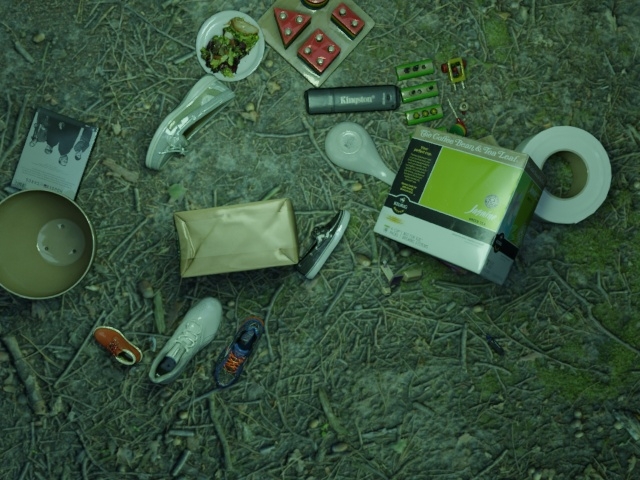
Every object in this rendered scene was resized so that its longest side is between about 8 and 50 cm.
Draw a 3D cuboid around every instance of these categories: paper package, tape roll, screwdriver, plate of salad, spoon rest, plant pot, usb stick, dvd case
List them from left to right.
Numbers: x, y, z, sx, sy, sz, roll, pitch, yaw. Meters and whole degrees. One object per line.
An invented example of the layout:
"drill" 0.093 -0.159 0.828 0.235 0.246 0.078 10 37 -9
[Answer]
"plant pot" -0.731 0.006 1.730 0.284 0.191 0.284 0 92 -5
"dvd case" -0.746 -0.236 1.805 0.179 0.029 0.238 19 90 -5
"plate of salad" -0.258 -0.553 1.813 0.200 0.048 0.199 0 95 5
"paper package" -0.213 -0.006 1.704 0.309 0.325 0.168 -8 91 -3
"usb stick" 0.091 -0.409 1.855 0.278 0.045 0.077 -4 92 -5
"spoon rest" 0.135 -0.236 1.856 0.276 0.084 0.137 38 87 9
"screwdriver" 0.488 0.271 1.913 0.025 0.024 0.170 -38 89 -1
"tape roll" 0.696 -0.188 1.878 0.286 0.100 0.286 0 91 -5

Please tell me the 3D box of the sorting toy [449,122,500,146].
"sorting toy" 0.489 -0.232 1.843 0.046 0.132 0.274 -39 104 -29

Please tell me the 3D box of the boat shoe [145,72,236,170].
"boat shoe" -0.369 -0.318 1.790 0.103 0.118 0.320 37 82 0

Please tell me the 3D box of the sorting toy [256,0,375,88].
"sorting toy" -0.016 -0.619 1.820 0.255 0.089 0.257 42 88 -4

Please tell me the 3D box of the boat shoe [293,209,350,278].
"boat shoe" 0.000 0.000 1.842 0.076 0.080 0.228 32 96 -14

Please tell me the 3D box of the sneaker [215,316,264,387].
"sneaker" -0.237 0.319 1.826 0.083 0.087 0.221 27 89 -4

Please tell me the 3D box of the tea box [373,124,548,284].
"tea box" 0.376 -0.097 1.719 0.329 0.220 0.323 24 93 34

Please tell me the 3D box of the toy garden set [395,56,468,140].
"toy garden set" 0.345 -0.414 1.871 0.204 0.049 0.244 -13 92 -4

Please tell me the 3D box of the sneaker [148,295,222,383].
"sneaker" -0.374 0.288 1.795 0.111 0.129 0.297 34 87 -2

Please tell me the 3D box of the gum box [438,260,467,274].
"gum box" 0.412 -0.001 1.879 0.107 0.062 0.188 28 89 -4

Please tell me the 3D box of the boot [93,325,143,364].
"boot" -0.576 0.296 1.802 0.158 0.084 0.059 34 90 -3

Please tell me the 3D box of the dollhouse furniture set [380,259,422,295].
"dollhouse furniture set" 0.232 0.099 1.895 0.114 0.091 0.081 -8 49 -26
